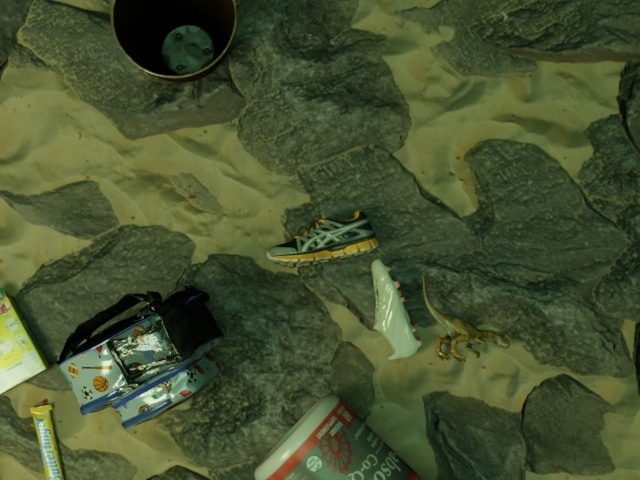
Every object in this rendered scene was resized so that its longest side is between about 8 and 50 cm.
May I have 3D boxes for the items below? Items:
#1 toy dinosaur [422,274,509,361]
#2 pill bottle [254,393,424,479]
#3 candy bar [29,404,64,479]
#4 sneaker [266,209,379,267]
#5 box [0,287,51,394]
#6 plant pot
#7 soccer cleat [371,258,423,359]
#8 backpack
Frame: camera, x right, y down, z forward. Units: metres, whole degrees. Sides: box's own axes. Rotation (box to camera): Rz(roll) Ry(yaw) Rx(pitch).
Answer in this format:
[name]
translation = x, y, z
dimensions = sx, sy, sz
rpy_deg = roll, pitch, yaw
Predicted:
[toy dinosaur]
translation = 0.255, 0.169, 1.780
dimensions = 0.212, 0.064, 0.112
rpy_deg = 28, 68, -9
[pill bottle]
translation = 0.077, 0.467, 1.663
dimensions = 0.363, 0.210, 0.210
rpy_deg = 43, 86, 4
[candy bar]
translation = -0.510, 0.389, 1.754
dimensions = 0.040, 0.018, 0.161
rpy_deg = -12, 86, -2
[sneaker]
translation = 0.000, 0.000, 1.769
dimensions = 0.215, 0.084, 0.083
rpy_deg = -11, 84, -12
[box]
translation = -0.597, 0.186, 1.753
dimensions = 0.105, 0.043, 0.179
rpy_deg = -28, 90, -3
[plant pot]
translation = -0.254, -0.377, 1.708
dimensions = 0.215, 0.230, 0.215
rpy_deg = 0, 87, -2
[soccer cleat]
translation = 0.128, 0.132, 1.768
dimensions = 0.076, 0.068, 0.196
rpy_deg = -22, 90, 0
[backpack]
translation = -0.319, 0.212, 1.666
dimensions = 0.263, 0.276, 0.213
rpy_deg = -20, 85, 10
